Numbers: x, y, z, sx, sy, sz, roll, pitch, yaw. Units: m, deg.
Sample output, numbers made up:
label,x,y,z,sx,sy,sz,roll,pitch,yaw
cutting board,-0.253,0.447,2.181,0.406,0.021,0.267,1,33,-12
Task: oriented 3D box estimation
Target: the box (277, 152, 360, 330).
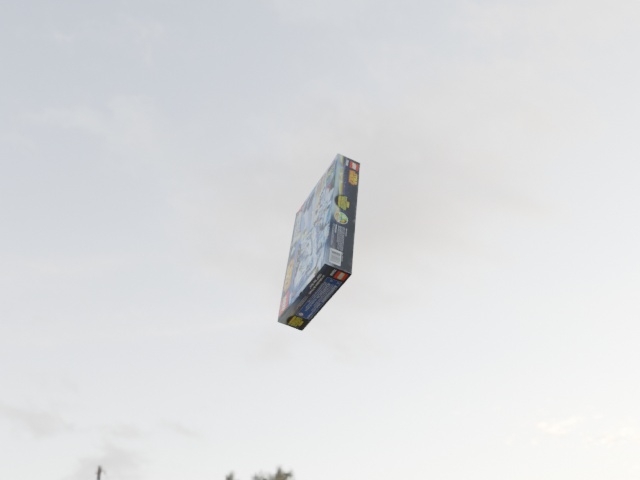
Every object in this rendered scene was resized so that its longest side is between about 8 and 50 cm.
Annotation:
label,x,y,z,sx,sy,sz,roll,pitch,yaw
box,0.000,0.000,0.580,0.027,0.137,0.094,23,-45,-16
